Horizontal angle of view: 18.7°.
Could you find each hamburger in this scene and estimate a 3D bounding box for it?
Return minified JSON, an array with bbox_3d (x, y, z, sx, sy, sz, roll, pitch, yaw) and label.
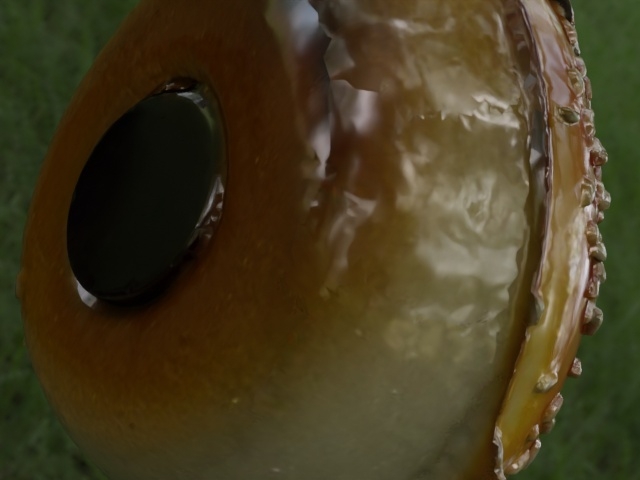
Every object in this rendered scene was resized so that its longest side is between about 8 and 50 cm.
[{"bbox_3d":[0.000,-0.004,0.641,0.147,0.237,0.237,18,23,-37],"label":"hamburger"}]
